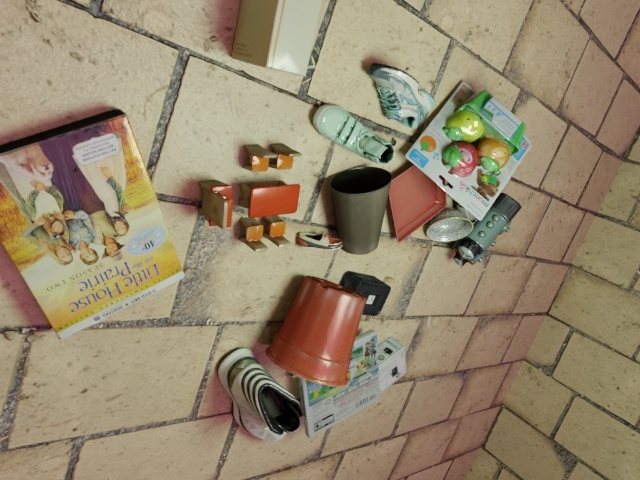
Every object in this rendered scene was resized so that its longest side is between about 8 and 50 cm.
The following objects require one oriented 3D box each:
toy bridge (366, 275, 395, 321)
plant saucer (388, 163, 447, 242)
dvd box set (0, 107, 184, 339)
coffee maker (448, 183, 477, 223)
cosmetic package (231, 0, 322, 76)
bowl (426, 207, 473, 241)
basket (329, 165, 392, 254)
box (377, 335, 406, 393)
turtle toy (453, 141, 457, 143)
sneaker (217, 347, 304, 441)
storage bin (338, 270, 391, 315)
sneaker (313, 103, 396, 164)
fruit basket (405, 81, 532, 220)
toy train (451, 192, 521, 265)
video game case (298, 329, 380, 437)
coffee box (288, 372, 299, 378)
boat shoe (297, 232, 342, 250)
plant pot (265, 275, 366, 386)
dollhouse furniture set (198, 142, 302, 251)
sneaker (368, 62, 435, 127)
[{"bbox_3d":[0.214,0.220,1.807,0.063,0.026,0.188,17,102,-43],"label":"toy bridge"},{"bbox_3d":[0.326,-0.161,1.676,0.259,0.048,0.258,-35,132,-21],"label":"plant saucer"},{"bbox_3d":[-0.489,-0.026,1.021,0.308,0.062,0.420,-28,129,-27],"label":"dvd box set"},{"bbox_3d":[0.565,-0.181,1.845,0.178,0.120,0.171,57,49,-45],"label":"coffee maker"},{"bbox_3d":[-0.081,-0.524,1.030,0.113,0.160,0.309,-3,114,-40],"label":"cosmetic package"},{"bbox_3d":[0.476,-0.071,1.815,0.170,0.170,0.080,34,45,-46],"label":"bowl"},{"bbox_3d":[0.116,-0.083,1.465,0.204,0.154,0.226,-24,131,-32],"label":"basket"},{"bbox_3d":[0.209,0.533,1.935,0.290,0.087,0.169,-31,130,-25],"label":"box"},{"bbox_3d":[0.485,-0.296,1.717,0.130,0.095,0.066,-10,143,-37],"label":"turtle toy"},{"bbox_3d":[-0.155,0.550,1.500,0.169,0.257,0.447,-37,133,-21],"label":"sneaker"},{"bbox_3d":[0.145,0.186,1.685,0.180,0.084,0.122,15,103,-44],"label":"storage bin"},{"bbox_3d":[0.105,-0.289,1.332,0.256,0.151,0.094,19,101,-44],"label":"sneaker"},{"bbox_3d":[0.495,-0.298,1.573,0.327,0.165,0.353,40,70,-4],"label":"fruit basket"},{"bbox_3d":[0.654,-0.042,1.931,0.334,0.142,0.190,-45,165,-11],"label":"toy train"},{"bbox_3d":[0.075,0.508,1.737,0.329,0.036,0.299,-17,113,-30],"label":"video game case"},{"bbox_3d":[-0.026,0.400,1.685,0.184,0.040,0.113,-55,136,-2],"label":"coffee box"},{"bbox_3d":[0.000,0.000,1.449,0.137,0.049,0.043,3,117,-8],"label":"boat shoe"},{"bbox_3d":[0.002,0.263,1.493,0.272,0.272,0.265,18,92,-46],"label":"plant pot"},{"bbox_3d":[-0.160,-0.095,1.218,0.259,0.135,0.262,-11,120,-38],"label":"dollhouse furniture set"},{"bbox_3d":[0.227,-0.410,1.406,0.283,0.110,0.122,19,103,-45],"label":"sneaker"}]
